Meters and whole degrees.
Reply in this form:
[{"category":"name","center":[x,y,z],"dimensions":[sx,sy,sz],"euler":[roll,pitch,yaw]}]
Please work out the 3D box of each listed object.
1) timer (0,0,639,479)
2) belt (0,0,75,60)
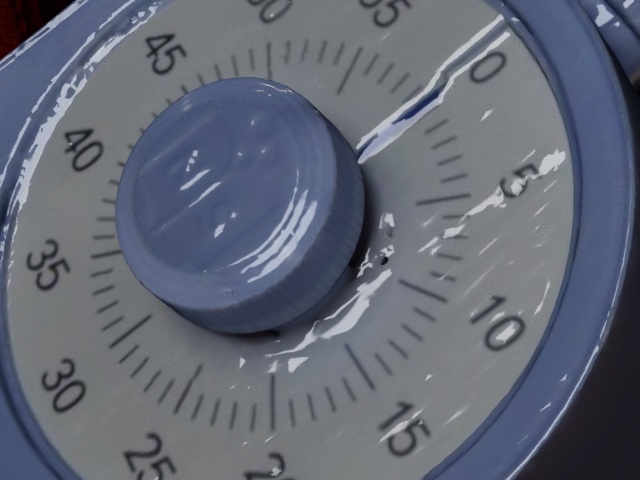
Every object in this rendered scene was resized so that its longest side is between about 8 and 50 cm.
[{"category":"timer","center":[0.000,0.000,0.873],"dimensions":[0.395,0.173,0.395],"euler":[-13,60,23]},{"category":"belt","center":[-0.172,-0.159,1.040],"dimensions":[0.124,0.200,0.128],"euler":[9,26,32]}]
